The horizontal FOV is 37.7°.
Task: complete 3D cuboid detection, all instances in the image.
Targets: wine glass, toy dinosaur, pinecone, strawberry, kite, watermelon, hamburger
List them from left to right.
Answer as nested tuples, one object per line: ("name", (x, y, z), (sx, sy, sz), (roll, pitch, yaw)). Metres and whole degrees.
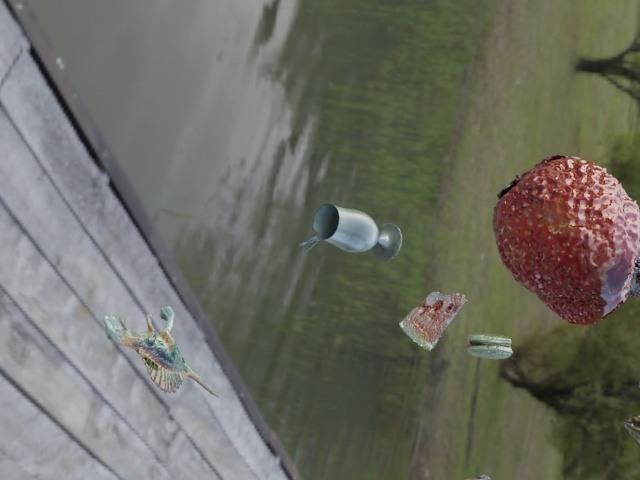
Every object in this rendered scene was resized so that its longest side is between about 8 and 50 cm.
("toy dinosaur", (-0.187, 0.145, 1.123), (0.187, 0.044, 0.106), (60, 14, -17))
("kite", (0.000, -0.001, 2.219), (0.137, 0.005, 0.152), (-15, 160, -38))
("wine glass", (0.078, -0.018, 1.995), (0.202, 0.093, 0.093), (18, 81, -46))
("watermelon", (0.251, 0.185, 2.153), (0.158, 0.098, 0.121), (-55, 171, 36))
("hamburger", (0.340, 0.216, 1.927), (0.121, 0.084, 0.054), (160, -61, -82))
("strawberry", (0.422, 0.000, 1.539), (0.238, 0.250, 0.288), (-51, -162, 11))
("pinecone", (0.561, 0.064, 1.708), (0.077, 0.077, 0.083), (79, 26, -49))

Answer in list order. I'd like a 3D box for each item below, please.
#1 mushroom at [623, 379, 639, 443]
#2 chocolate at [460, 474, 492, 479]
("mushroom", (0.731, 0.380, 1.810), (0.217, 0.292, 0.212), (-36, 132, -30))
("chocolate", (0.262, 0.539, 1.736), (0.221, 0.221, 0.147), (78, -7, -51))
